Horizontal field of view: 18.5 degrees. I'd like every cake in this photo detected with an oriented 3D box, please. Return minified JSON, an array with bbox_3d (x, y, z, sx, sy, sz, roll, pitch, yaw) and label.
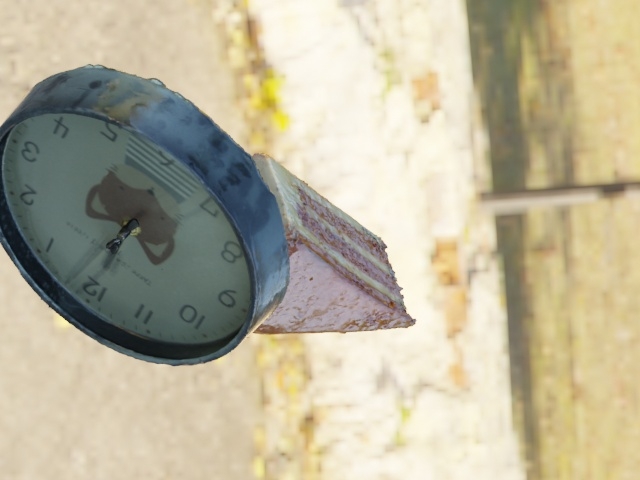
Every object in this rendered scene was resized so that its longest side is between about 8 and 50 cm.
[{"bbox_3d":[0.000,0.000,2.228,0.160,0.262,0.158,-62,-142,43],"label":"cake"}]

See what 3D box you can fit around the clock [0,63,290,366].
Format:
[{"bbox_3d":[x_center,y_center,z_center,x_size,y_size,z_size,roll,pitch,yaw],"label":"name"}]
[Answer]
[{"bbox_3d":[-0.182,-0.017,1.914,0.067,0.325,0.325,-51,137,-42],"label":"clock"}]
